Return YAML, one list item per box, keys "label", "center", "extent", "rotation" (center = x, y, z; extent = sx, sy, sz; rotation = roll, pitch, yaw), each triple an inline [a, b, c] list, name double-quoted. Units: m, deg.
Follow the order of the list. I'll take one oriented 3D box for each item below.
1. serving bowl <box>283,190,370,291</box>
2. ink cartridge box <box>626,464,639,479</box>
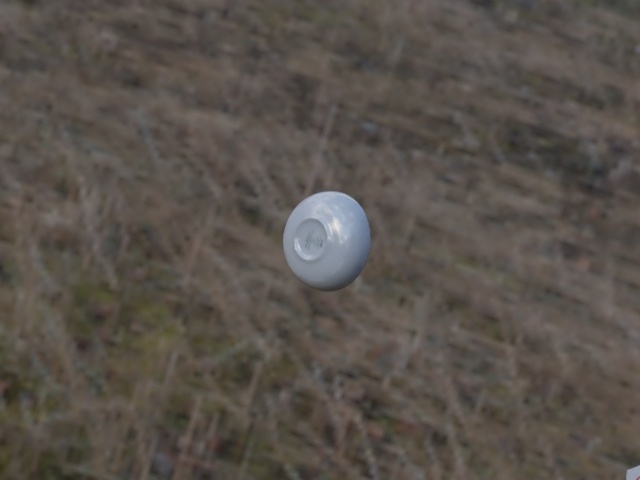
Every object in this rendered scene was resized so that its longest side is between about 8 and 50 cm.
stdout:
- label: "serving bowl"
  center: [0.000, 0.000, 1.468]
  extent: [0.083, 0.083, 0.027]
  rotation: [28, 13, 35]
- label: "ink cartridge box"
  center: [0.492, 0.400, 2.146]
  extent: [0.197, 0.198, 0.270]
  rotation: [30, 50, -25]
